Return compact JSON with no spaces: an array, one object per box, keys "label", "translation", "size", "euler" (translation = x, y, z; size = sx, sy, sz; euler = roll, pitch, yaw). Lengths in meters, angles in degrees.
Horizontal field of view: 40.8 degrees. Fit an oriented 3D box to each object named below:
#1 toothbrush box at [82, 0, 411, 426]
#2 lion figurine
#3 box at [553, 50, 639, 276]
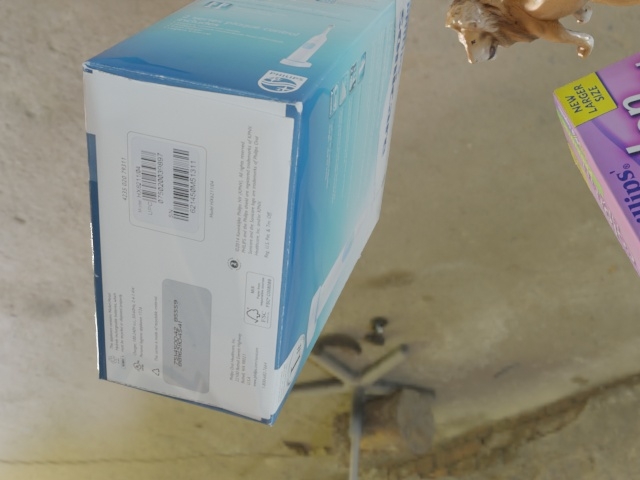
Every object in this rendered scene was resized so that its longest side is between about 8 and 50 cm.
[{"label":"toothbrush box","translation":[-0.034,-0.056,0.601],"size":[0.126,0.295,0.216],"euler":[13,122,12]},{"label":"lion figurine","translation":[0.385,-0.395,1.368],"size":[0.240,0.142,0.392],"euler":[15,161,-19]},{"label":"box","translation":[0.359,-0.077,0.732],"size":[0.243,0.213,0.117],"euler":[-25,139,13]}]
